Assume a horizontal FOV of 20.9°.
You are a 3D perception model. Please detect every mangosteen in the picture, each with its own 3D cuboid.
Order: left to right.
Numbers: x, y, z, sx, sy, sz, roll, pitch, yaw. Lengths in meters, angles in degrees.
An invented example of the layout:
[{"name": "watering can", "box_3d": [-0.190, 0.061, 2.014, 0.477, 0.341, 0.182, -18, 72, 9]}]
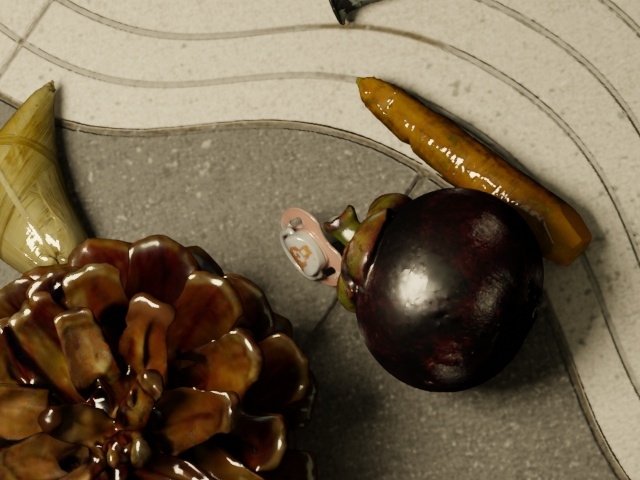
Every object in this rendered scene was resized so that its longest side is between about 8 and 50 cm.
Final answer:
[{"name": "mangosteen", "box_3d": [0.104, 0.037, 1.773, 0.250, 0.211, 0.211, 27, 85, 27]}]

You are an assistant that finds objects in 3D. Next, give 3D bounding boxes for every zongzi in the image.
[{"name": "zongzi", "box_3d": [-0.309, -0.064, 1.950, 0.194, 0.099, 0.197, 37, 81, 18]}]

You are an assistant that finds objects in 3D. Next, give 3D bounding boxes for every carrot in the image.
[{"name": "carrot", "box_3d": [0.157, -0.085, 1.856, 0.314, 0.066, 0.066, 41, 90, 20]}]

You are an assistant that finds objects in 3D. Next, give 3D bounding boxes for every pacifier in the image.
[{"name": "pacifier", "box_3d": [0.000, 0.000, 1.880, 0.078, 0.081, 0.099, -38, 97, -30]}]

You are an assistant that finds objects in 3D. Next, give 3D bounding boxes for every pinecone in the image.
[{"name": "pinecone", "box_3d": [-0.184, 0.178, 1.741, 0.398, 0.398, 0.398, -3, 77, 13]}]

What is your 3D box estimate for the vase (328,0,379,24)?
[{"name": "vase", "box_3d": [0.090, -0.289, 1.917, 0.167, 0.059, 0.059, -17, 75, 9]}]
